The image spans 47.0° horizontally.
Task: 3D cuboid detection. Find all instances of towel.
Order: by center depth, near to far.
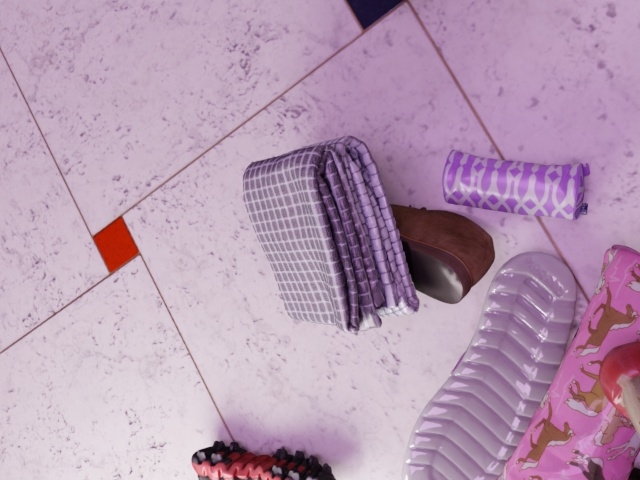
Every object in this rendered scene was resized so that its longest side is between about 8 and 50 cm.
[{"bbox_3d":[0.000,0.000,1.101,0.235,0.121,0.283,-5,104,58],"label":"towel"}]

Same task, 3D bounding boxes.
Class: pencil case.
[{"bbox_3d":[0.365,0.203,0.950,0.386,0.167,0.160,-64,27,1],"label":"pencil case"},{"bbox_3d":[0.279,-0.084,1.059,0.206,0.086,0.088,9,63,22],"label":"pencil case"}]

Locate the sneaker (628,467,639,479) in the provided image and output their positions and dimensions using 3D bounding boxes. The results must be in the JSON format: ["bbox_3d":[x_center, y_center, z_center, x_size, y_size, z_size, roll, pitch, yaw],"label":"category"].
[{"bbox_3d":[0.496,0.392,0.985,0.290,0.106,0.123,8,99,35],"label":"sneaker"}]

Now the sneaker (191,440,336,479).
[{"bbox_3d":[-0.095,0.427,1.251,0.276,0.097,0.135,-1,93,26],"label":"sneaker"}]

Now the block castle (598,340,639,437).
[{"bbox_3d":[0.563,0.152,0.755,0.453,0.213,0.303,26,107,5],"label":"block castle"}]

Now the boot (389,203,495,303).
[{"bbox_3d":[0.127,-0.011,1.135,0.305,0.115,0.112,29,143,35],"label":"boot"}]

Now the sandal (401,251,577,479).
[{"bbox_3d":[0.259,0.217,1.084,0.169,0.102,0.416,28,91,5],"label":"sandal"}]
